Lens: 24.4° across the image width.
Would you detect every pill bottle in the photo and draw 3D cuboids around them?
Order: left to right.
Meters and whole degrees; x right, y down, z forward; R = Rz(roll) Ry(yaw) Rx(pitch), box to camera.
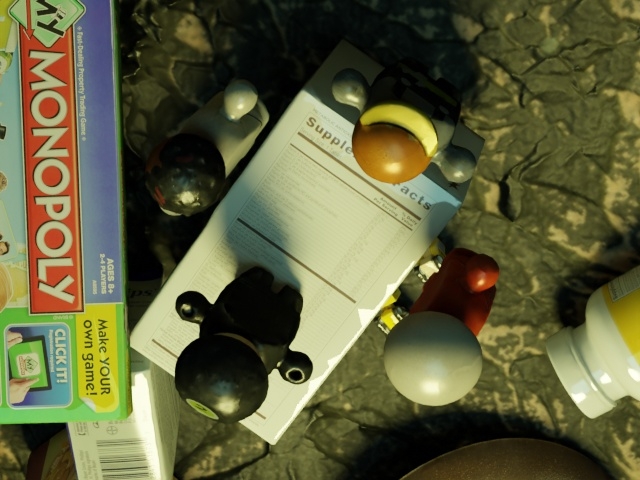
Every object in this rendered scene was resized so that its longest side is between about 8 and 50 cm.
[{"bbox_3d":[0.274,0.064,1.159,0.184,0.103,0.103,-32,117,17],"label":"pill bottle"}]

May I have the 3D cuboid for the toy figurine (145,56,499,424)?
[{"bbox_3d":[0.000,0.000,0.918,0.213,0.148,0.209,-4,111,16],"label":"toy figurine"}]

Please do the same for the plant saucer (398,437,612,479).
[{"bbox_3d":[0.147,0.320,1.287,0.310,0.050,0.311,-8,114,-19],"label":"plant saucer"}]

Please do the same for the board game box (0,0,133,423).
[{"bbox_3d":[-0.243,-0.031,1.037,0.213,0.046,0.317,-2,92,0],"label":"board game box"}]

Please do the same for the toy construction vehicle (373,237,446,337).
[{"bbox_3d":[0.063,0.027,1.176,0.086,0.035,0.098,-31,115,29],"label":"toy construction vehicle"}]

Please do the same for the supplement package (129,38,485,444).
[{"bbox_3d":[-0.009,0.000,1.078,0.139,0.134,0.244,36,116,-3],"label":"supplement package"}]

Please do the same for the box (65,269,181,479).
[{"bbox_3d":[-0.154,0.111,1.156,0.072,0.137,0.126,-3,122,2],"label":"box"}]

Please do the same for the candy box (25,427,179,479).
[{"bbox_3d":[-0.120,0.310,1.253,0.087,0.183,0.316,-35,116,17],"label":"candy box"}]
